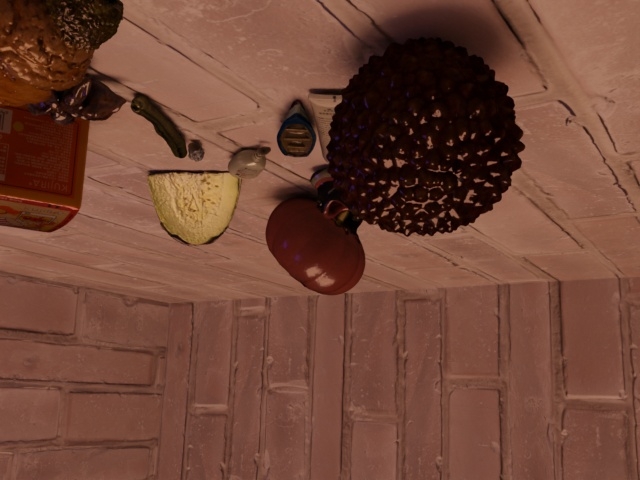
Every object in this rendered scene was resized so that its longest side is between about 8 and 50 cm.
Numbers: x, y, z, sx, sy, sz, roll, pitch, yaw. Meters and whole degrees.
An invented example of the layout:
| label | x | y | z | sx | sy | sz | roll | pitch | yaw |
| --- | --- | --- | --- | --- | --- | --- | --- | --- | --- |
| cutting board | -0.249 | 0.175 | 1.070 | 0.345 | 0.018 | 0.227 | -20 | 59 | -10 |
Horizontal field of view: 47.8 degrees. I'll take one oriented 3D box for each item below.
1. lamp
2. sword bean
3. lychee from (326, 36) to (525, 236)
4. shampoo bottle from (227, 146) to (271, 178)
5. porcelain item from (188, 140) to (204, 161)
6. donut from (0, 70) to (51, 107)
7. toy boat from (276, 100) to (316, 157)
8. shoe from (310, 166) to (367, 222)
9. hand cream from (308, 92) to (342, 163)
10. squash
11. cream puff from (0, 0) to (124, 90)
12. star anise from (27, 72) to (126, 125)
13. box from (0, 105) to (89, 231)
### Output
| label | x | y | z | sx | sy | sz | roll | pitch | yaw |
| --- | --- | --- | --- | --- | --- | --- | --- | --- | --- |
| lamp | 0.000 | 0.000 | 1.940 | 0.305 | 0.240 | 0.305 | 41 | -172 | -7 |
| sword bean | -0.317 | -0.225 | 1.449 | 0.043 | 0.038 | 0.269 | -24 | 165 | 1 |
| lychee | 0.153 | -0.154 | 1.115 | 0.305 | 0.306 | 0.330 | 2 | 145 | -1 |
| shampoo bottle | -0.155 | -0.177 | 1.612 | 0.077 | 0.045 | 0.152 | 9 | 167 | -20 |
| porcelain item | -0.275 | -0.194 | 1.592 | 0.036 | 0.028 | 0.083 | 0 | 169 | -5 |
| donut | -0.524 | -0.288 | 1.031 | 0.277 | 0.109 | 0.277 | 3 | 167 | 1 |
| toy boat | -0.047 | -0.216 | 1.423 | 0.080 | 0.046 | 0.229 | 3 | 167 | 0 |
| shoe | 0.114 | -0.107 | 1.677 | 0.290 | 0.137 | 0.114 | -4 | 167 | 19 |
| hand cream | 0.029 | -0.216 | 1.409 | 0.095 | 0.059 | 0.276 | 3 | 162 | 3 |
| squash | -0.309 | -0.078 | 1.844 | 0.236 | 0.155 | 0.204 | 2 | 169 | 4 |
| cream puff | -0.327 | -0.298 | 0.912 | 0.168 | 0.183 | 0.183 | -28 | 156 | 19 |
| star anise | -0.438 | -0.251 | 1.265 | 0.196 | 0.073 | 0.212 | 5 | 169 | -4 |
| box | -0.644 | -0.147 | 1.447 | 0.283 | 0.214 | 0.259 | 11 | 163 | -32 |
